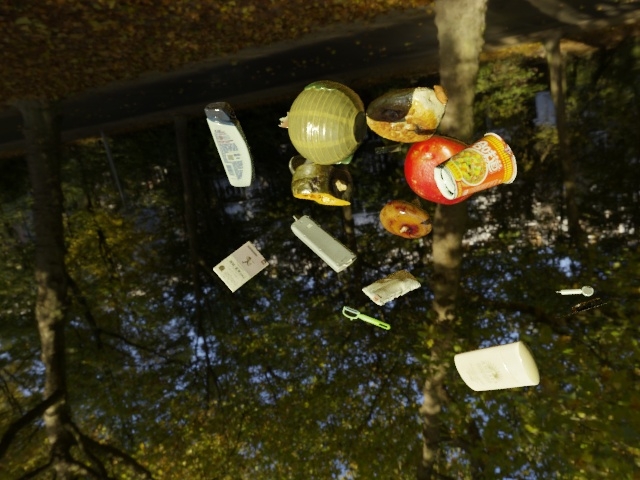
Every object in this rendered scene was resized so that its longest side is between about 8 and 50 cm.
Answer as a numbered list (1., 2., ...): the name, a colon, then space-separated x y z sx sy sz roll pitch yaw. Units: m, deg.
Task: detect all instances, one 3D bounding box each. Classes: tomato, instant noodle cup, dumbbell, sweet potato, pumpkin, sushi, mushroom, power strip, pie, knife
1. tomato: 0.533 -0.310 1.939 0.326 0.289 0.293 23 -160 23
2. instant noodle cup: 0.509 -0.237 1.508 0.212 0.192 0.193 -24 -165 -5
3. dumbbell: -0.044 -0.402 2.200 0.192 0.192 0.289 -21 155 -37
4. sweet potato: 0.347 -0.415 1.279 0.034 0.034 0.094 -10 -126 2
5. pumpkin: 0.031 -0.237 1.933 0.222 0.139 0.317 -5 168 37
6. sushi: 0.877 0.222 1.498 0.121 0.026 0.126 -13 161 -14
7. mushroom: 0.449 -0.135 2.379 0.268 0.254 0.267 -5 149 -3
8. power strip: 0.000 0.000 1.137 0.060 0.027 0.253 -36 -133 -14
9. pie: 0.321 -0.466 1.691 0.316 0.092 0.315 4 164 1
10. knife: 0.193 0.338 1.898 0.212 0.054 0.015 20 -156 6

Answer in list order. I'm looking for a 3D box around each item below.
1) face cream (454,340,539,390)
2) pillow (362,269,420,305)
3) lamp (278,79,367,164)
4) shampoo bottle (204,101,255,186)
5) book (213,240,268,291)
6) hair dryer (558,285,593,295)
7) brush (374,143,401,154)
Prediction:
1. face cream: 0.680 0.488 1.720 0.081 0.173 0.348 -28 174 -32
2. pillow: 0.297 0.193 1.862 0.230 0.050 0.128 -23 -144 -24
3. lamp: -0.001 -0.354 1.366 0.285 0.249 0.250 11 -158 27
4. shampoo bottle: -0.360 -0.389 1.842 0.134 0.359 0.078 4 -137 20
5. book: -0.313 0.101 1.767 0.182 0.127 0.014 -39 167 -17
6. hair dryer: 0.966 0.195 1.704 0.125 0.037 0.063 -8 170 30
7. brush: 0.336 -0.445 2.175 0.191 0.034 0.028 -16 -173 -39
